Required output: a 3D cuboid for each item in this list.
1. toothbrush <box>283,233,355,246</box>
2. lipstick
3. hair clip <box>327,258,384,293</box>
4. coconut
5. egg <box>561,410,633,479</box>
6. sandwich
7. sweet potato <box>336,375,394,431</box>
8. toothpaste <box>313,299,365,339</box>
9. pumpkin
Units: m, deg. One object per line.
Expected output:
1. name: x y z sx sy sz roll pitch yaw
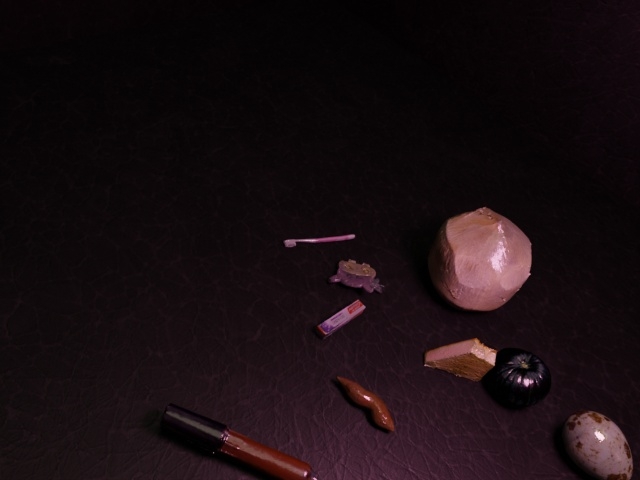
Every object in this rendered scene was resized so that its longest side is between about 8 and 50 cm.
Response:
1. toothbrush: 0.000 0.000 2.071 0.287 0.020 0.025 -6 59 -27
2. lipstick: -0.202 0.521 1.438 0.419 0.077 0.077 25 43 -1
3. hair clip: 0.133 0.125 1.981 0.187 0.056 0.146 23 36 3
4. coconut: 0.562 0.058 2.006 0.347 0.360 0.346 11 47 -12
5. egg: 0.828 0.618 1.713 0.169 0.169 0.231 -23 68 -37
6. sandwich: 0.443 0.362 1.803 0.193 0.162 0.058 17 47 -5
7. sweet potato: 0.134 0.461 1.655 0.218 0.051 0.065 41 48 18
8. toothpaste: 0.062 0.250 1.840 0.196 0.040 0.047 -27 65 -40
9. pumpkin: 0.631 0.436 1.829 0.202 0.140 0.201 3 37 -3
